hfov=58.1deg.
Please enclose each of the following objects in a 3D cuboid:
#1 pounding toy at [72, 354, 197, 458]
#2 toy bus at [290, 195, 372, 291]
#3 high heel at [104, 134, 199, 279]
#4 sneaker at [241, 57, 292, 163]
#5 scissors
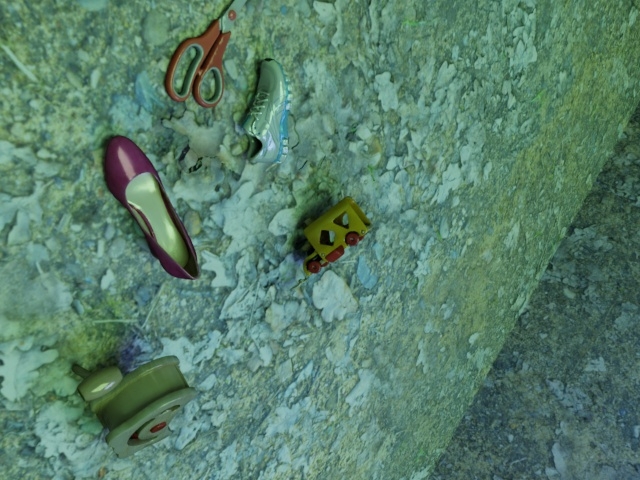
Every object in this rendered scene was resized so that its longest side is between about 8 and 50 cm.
[{"bbox_3d":[-0.309,0.245,0.965,0.154,0.155,0.270,-27,158,-24],"label":"pounding toy"},{"bbox_3d":[0.010,-0.008,1.213,0.202,0.191,0.104,-35,88,-32],"label":"toy bus"},{"bbox_3d":[-0.257,-0.045,0.899,0.082,0.117,0.244,-32,130,-33],"label":"high heel"},{"bbox_3d":[-0.101,-0.223,1.021,0.082,0.071,0.191,-16,119,-35],"label":"sneaker"},{"bbox_3d":[-0.160,-0.354,0.928,0.109,0.021,0.297,19,95,-48],"label":"scissors"}]
